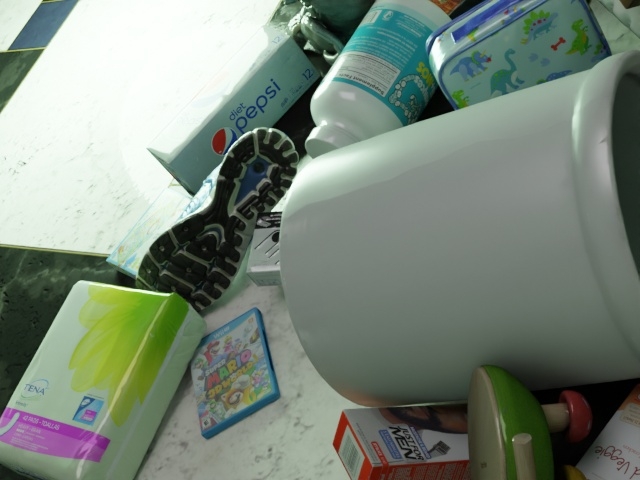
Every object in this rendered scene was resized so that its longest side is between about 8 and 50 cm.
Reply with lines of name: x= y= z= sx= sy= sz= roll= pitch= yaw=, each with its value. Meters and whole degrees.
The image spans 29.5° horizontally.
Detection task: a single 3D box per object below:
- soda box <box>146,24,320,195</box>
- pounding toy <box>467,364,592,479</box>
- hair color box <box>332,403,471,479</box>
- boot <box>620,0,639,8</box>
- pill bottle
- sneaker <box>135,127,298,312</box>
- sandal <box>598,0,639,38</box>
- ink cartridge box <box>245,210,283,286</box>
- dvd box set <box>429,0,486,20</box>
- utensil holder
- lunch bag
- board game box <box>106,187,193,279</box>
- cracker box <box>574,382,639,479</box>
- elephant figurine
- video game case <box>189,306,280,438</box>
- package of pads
soda box: x=-0.140 y=-0.209 z=1.955 sx=0.286 sy=0.098 sz=0.091 roll=-48 pitch=39 yaw=-7
pounding toy: x=0.211 y=0.214 z=1.134 sx=0.110 sy=0.182 sz=0.237 roll=-4 pitch=14 yaw=-3
hair color box: x=0.109 y=0.224 z=1.297 sx=0.093 sy=0.167 sz=0.053 roll=-123 pitch=41 yaw=-51
boot: x=0.487 y=-0.256 z=1.472 sx=0.220 sy=0.283 sz=0.109 roll=-18 pitch=-16 yaw=-29
pill bottle: x=0.082 y=-0.217 z=1.741 sx=0.146 sy=0.146 sz=0.264 roll=12 pitch=62 yaw=45
sneaker: x=-0.143 y=-0.023 z=1.780 sx=0.330 sy=0.130 sz=0.147 roll=-50 pitch=3 yaw=8
sandal: x=0.342 y=-0.414 z=1.600 sx=0.102 sy=0.169 sz=0.416 roll=-44 pitch=77 yaw=17
ink cartridge box: x=0.008 y=0.006 z=1.633 sx=0.207 sy=0.046 sz=0.097 roll=-3 pitch=59 yaw=23
dvd box set: x=0.209 y=-0.499 z=1.969 sx=0.308 sy=0.062 sz=0.420 roll=-42 pitch=39 yaw=-1
utensil holder: x=0.198 y=0.009 z=1.299 sx=0.386 sy=0.327 sz=0.327 roll=-15 pitch=46 yaw=34
lunch bag: x=0.260 y=-0.246 z=1.597 sx=0.219 sy=0.176 sz=0.090 roll=-32 pitch=40 yaw=13
board game box: x=-0.258 y=-0.008 z=1.918 sx=0.103 sy=0.026 sz=0.154 roll=21 pitch=69 yaw=48
cracker box: x=0.307 y=0.268 z=1.161 sx=0.232 sy=0.067 sz=0.156 roll=-51 pitch=39 yaw=-11
elephant figurine: x=0.024 y=-0.356 z=1.918 sx=0.169 sy=0.239 sz=0.186 roll=-13 pitch=49 yaw=-3
video game case: x=-0.120 y=0.176 z=1.640 sx=0.119 sy=0.015 sz=0.166 roll=-31 pitch=39 yaw=12
package of pads: x=-0.314 y=0.205 z=1.698 sx=0.229 sy=0.101 sz=0.296 roll=6 pitch=62 yaw=43
